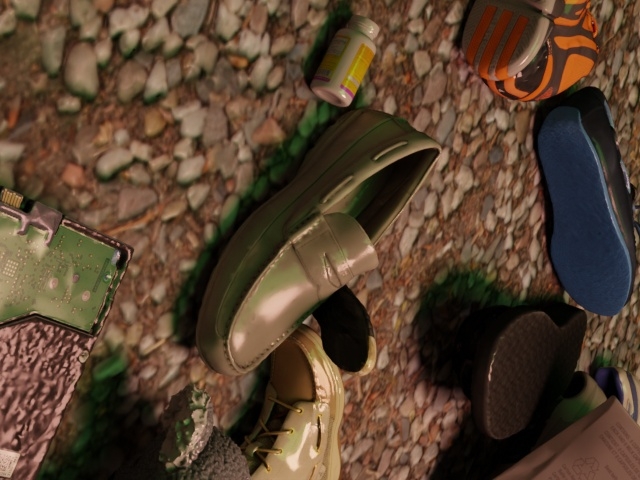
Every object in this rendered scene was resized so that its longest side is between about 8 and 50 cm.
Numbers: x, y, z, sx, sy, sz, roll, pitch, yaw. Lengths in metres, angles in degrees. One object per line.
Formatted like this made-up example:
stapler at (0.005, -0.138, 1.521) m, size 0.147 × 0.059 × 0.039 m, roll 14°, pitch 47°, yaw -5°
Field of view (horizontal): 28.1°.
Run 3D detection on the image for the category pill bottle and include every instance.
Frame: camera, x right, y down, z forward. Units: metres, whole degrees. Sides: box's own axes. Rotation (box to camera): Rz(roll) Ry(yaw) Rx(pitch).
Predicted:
pill bottle at (0.026, -0.174, 1.231) m, size 0.043 × 0.043 × 0.083 m, roll 40°, pitch 73°, yaw -54°

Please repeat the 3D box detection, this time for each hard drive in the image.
hard drive at (-0.289, 0.119, 0.920) m, size 0.237 × 0.064 × 0.338 m, roll 29°, pitch 83°, yaw -55°

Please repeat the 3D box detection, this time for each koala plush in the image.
koala plush at (-0.131, 0.252, 1.111) m, size 0.221 × 0.203 × 0.196 m, roll -61°, pitch 147°, yaw -34°

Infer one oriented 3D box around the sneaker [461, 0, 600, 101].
sneaker at (0.278, -0.307, 1.469) m, size 0.321 × 0.125 × 0.180 m, roll -60°, pitch 150°, yaw 3°

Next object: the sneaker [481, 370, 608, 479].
sneaker at (0.311, 0.282, 1.814) m, size 0.271 × 0.100 × 0.108 m, roll -32°, pitch 96°, yaw -34°

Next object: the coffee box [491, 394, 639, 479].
coffee box at (0.373, 0.464, 1.641) m, size 0.338 × 0.337 × 0.334 m, roll -37°, pitch 146°, yaw 5°

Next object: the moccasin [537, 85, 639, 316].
moccasin at (0.380, -0.048, 1.699) m, size 0.117 × 0.138 × 0.342 m, roll -49°, pitch 141°, yaw -35°

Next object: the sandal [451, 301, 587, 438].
sandal at (0.244, 0.155, 1.656) m, size 0.446 × 0.107 × 0.167 m, roll 5°, pitch 101°, yaw -68°

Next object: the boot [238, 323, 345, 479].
boot at (-0.055, 0.200, 1.273) m, size 0.165 × 0.077 × 0.213 m, roll -31°, pitch 129°, yaw -40°

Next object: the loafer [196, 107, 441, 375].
loafer at (0.000, 0.000, 1.217) m, size 0.319 × 0.111 × 0.112 m, roll -55°, pitch 142°, yaw -22°

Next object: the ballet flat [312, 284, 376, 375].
ballet flat at (0.025, 0.077, 1.250) m, size 0.057 × 0.173 × 0.049 m, roll -46°, pitch 121°, yaw 11°

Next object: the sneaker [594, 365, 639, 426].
sneaker at (0.403, 0.327, 1.958) m, size 0.131 × 0.112 × 0.296 m, roll 43°, pitch 68°, yaw -34°
